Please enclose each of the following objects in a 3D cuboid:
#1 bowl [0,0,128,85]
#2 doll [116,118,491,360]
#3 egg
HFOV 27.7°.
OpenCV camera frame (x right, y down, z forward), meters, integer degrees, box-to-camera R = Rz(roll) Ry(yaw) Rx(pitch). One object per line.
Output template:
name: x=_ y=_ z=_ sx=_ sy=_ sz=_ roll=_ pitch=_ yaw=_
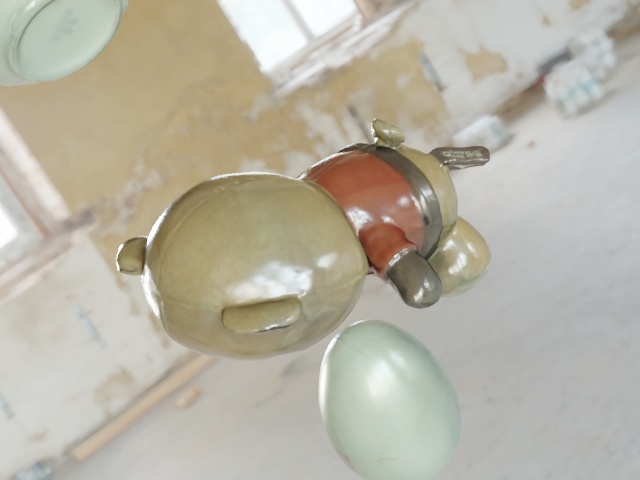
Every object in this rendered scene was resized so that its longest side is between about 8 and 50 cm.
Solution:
bowl: x=-0.366 y=-0.315 z=1.650 sx=0.307 sy=0.163 sz=0.307 roll=-33 pitch=-23 yaw=-16
doll: x=0.000 y=0.000 z=1.137 sx=0.329 sy=0.174 sz=0.235 roll=-21 pitch=30 yaw=-34
egg: x=0.090 y=0.218 z=1.734 sx=0.182 sy=0.264 sz=0.183 roll=-16 pitch=33 yaw=11
